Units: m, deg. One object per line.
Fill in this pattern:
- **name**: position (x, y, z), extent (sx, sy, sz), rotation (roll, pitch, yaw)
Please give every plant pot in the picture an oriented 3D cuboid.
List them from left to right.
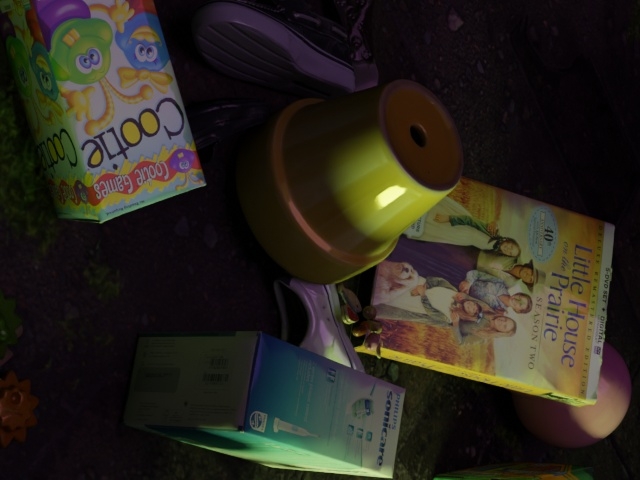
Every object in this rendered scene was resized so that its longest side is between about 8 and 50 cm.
- **plant pot**: position (0.054, -0.096, 1.740), extent (0.254, 0.239, 0.254), rotation (24, 53, -37)

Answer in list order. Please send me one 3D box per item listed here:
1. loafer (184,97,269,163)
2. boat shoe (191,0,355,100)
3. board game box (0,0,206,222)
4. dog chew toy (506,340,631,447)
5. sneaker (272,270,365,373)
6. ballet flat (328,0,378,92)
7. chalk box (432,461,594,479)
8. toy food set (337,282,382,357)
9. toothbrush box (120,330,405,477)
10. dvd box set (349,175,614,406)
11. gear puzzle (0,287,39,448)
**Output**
- **loafer**: position (-0.155, -0.140, 1.675), extent (0.223, 0.076, 0.078), rotation (-19, 106, -44)
- **boat shoe**: position (-0.067, -0.284, 1.773), extent (0.335, 0.121, 0.119), rotation (18, 65, -59)
- **board game box**: position (-0.256, -0.174, 1.475), extent (0.144, 0.142, 0.275), rotation (-22, 104, -28)
- **dog chew toy**: position (0.384, 0.199, 2.187), extent (0.332, 0.206, 0.206), rotation (50, 51, -25)
- **sneaker**: position (-0.009, 0.157, 1.815), extent (0.091, 0.094, 0.258), rotation (-20, 93, -39)
- **ballet flat**: position (0.048, -0.330, 1.947), extent (0.084, 0.058, 0.250), rotation (-3, 82, -18)
- **chalk box**: position (0.298, 0.460, 2.067), extent (0.289, 0.179, 0.180), rotation (1, 86, -50)
- **toy food set**: position (0.063, 0.116, 1.830), extent (0.122, 0.019, 0.078), rotation (44, 36, -46)
- **toothbrush box**: position (-0.067, 0.211, 1.634), extent (0.295, 0.216, 0.126), rotation (27, 67, -44)
- **dvd box set**: position (0.262, 0.069, 2.019), extent (0.420, 0.062, 0.308), rotation (17, 73, -21)
- **gear puzzle**: position (-0.399, 0.087, 1.385), extent (0.175, 0.044, 0.339), rotation (-44, 119, -42)
